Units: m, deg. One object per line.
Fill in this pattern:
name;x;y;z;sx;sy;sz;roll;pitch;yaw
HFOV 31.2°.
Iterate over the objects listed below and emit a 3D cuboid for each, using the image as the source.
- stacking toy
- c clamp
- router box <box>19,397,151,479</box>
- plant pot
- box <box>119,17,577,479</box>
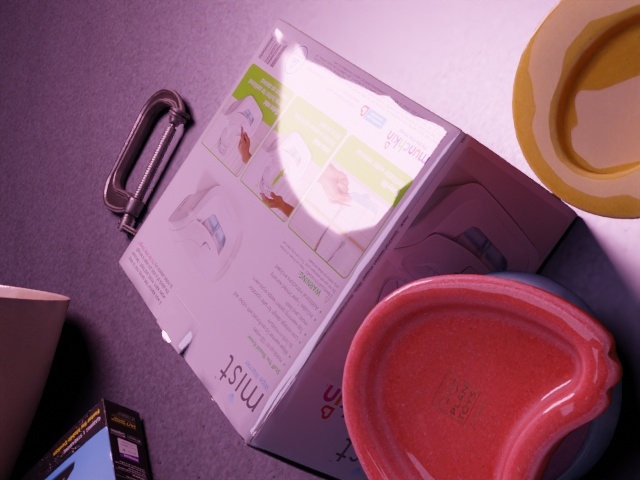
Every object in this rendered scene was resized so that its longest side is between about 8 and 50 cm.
stacking toy;0.183;0.055;0.591;0.279;0.130;0.309;43;110;27
c clamp;-0.172;-0.080;1.150;0.137;0.022;0.160;11;76;58
router box;-0.211;0.238;0.956;0.179;0.046;0.133;-45;39;20
plant pot;-0.380;0.172;1.065;0.256;0.256;0.274;4;86;51
box;0.000;0.000;0.797;0.231;0.127;0.262;-57;37;6
